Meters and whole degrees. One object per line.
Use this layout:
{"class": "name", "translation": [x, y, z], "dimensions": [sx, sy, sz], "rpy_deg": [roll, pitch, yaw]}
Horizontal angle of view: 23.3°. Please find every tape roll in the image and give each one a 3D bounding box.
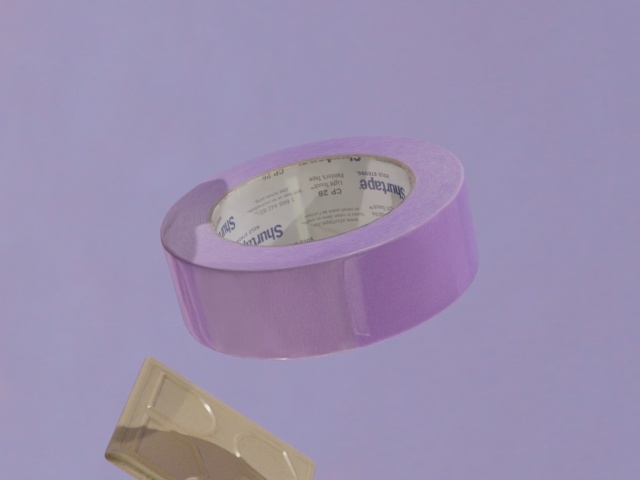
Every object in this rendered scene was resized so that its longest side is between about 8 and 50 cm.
{"class": "tape roll", "translation": [0.000, 0.000, 1.385], "dimensions": [0.275, 0.275, 0.090], "rpy_deg": [13, -55, 43]}

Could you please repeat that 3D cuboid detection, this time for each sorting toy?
{"class": "sorting toy", "translation": [-0.067, 0.247, 1.529], "dimensions": [0.307, 0.229, 0.041], "rpy_deg": [34, -72, -9]}
